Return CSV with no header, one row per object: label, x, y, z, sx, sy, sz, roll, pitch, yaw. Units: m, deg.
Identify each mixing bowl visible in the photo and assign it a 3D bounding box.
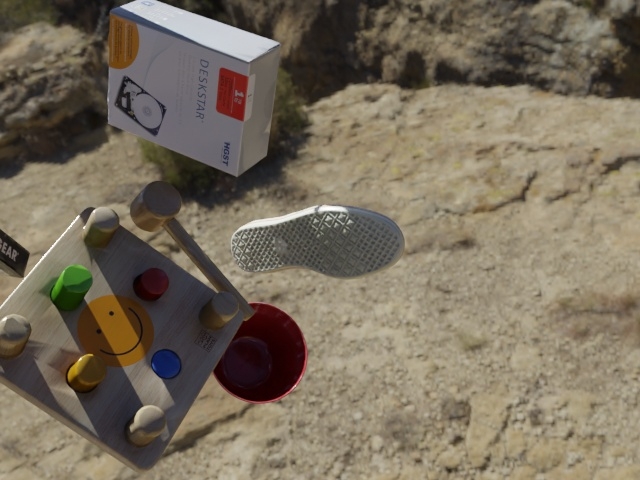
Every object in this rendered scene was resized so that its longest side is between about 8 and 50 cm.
mixing bowl,-0.123,0.213,1.520,0.181,0.181,0.098,-31,-8,-27

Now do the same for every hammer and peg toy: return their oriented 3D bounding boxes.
hammer and peg toy,-0.224,0.080,1.066,0.127,0.266,0.361,-44,11,51

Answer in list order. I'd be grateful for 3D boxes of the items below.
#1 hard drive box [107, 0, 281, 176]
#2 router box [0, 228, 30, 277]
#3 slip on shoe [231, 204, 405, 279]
hard drive box,-0.185,-0.223,1.208,0.232,0.181,0.089,22,36,18
router box,-0.516,-0.001,1.195,0.133,0.179,0.046,5,70,10
slip on shoe,0.000,0.000,1.395,0.331,0.123,0.101,-4,9,38
